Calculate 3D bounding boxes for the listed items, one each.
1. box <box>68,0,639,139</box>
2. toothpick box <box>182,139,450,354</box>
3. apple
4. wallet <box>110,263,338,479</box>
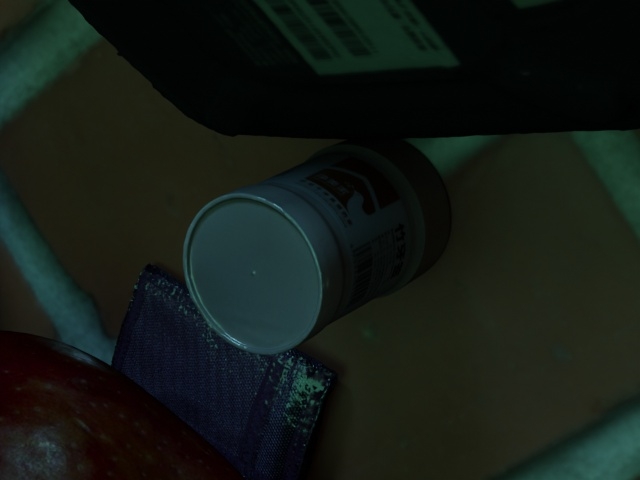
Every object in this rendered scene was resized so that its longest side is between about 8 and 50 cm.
[{"bbox_3d":[0.001,-0.168,1.009,0.350,0.091,0.359,1,150,34],"label":"box"},{"bbox_3d":[0.000,0.000,1.142,0.098,0.149,0.098,12,112,30],"label":"toothpick box"},{"bbox_3d":[-0.190,0.210,1.248,0.317,0.288,0.288,30,123,-1],"label":"apple"},{"bbox_3d":[-0.070,0.098,1.296,0.166,0.030,0.111,28,120,24],"label":"wallet"}]
